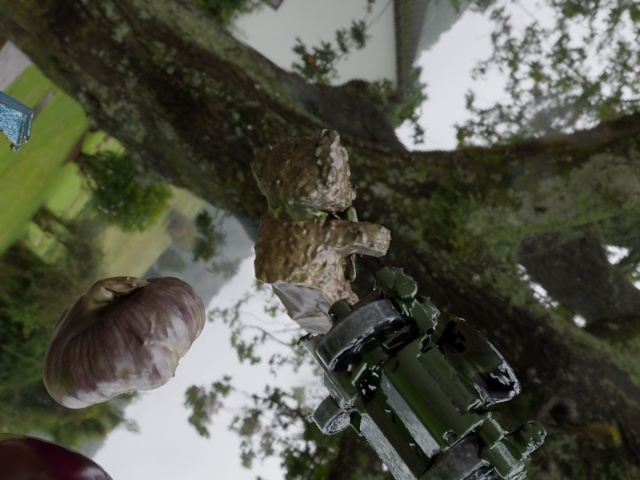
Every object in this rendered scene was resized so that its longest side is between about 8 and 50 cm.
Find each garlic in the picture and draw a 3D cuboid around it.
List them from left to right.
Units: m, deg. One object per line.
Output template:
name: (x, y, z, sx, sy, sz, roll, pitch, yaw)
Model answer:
garlic: (-0.284, 0.126, 1.139, 0.245, 0.160, 0.245, -24, -161, 9)

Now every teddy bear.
teddy bear: (0.007, 0.004, 1.184, 0.246, 0.296, 0.222, 8, -116, 49)

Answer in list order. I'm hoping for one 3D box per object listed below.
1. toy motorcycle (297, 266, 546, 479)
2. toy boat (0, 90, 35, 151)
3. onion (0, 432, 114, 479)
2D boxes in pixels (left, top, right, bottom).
toy motorcycle: (0.080, 0.138, 0.681, 0.127, 0.205, 0.275, -32, 157, -16)
toy boat: (-0.468, -0.175, 1.048, 0.077, 0.185, 0.075, -57, -160, 11)
onion: (-0.344, 0.333, 0.844, 0.336, 0.282, 0.260, -36, 127, -60)
